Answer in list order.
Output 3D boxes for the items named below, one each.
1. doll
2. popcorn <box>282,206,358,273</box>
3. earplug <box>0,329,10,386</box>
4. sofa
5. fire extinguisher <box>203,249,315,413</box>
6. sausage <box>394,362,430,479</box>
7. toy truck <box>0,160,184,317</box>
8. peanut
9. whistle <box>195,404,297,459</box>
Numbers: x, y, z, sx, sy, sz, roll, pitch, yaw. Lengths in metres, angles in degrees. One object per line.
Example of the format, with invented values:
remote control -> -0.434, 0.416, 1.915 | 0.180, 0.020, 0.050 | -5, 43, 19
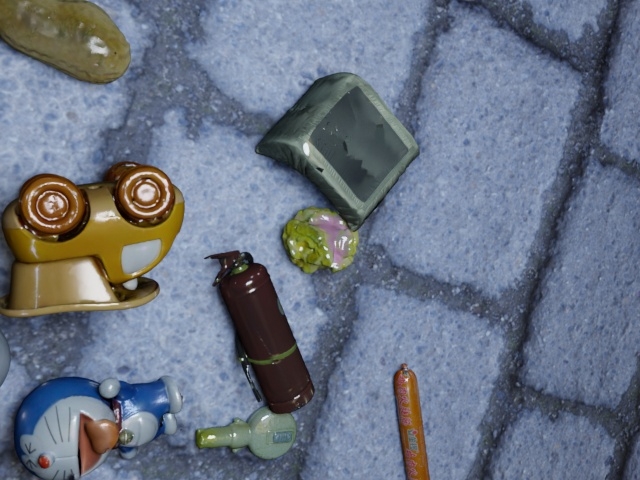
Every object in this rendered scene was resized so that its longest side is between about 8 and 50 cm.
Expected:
doll -> -0.355, 0.302, 0.970 | 0.257, 0.161, 0.215 | -6, 123, -29
popcorn -> 0.000, 0.000, 1.136 | 0.145, 0.126, 0.125 | 5, 78, 0
earplug -> -0.615, 0.174, 0.825 | 0.326, 0.175, 0.214 | -2, 64, -21
sofa -> 0.035, -0.167, 1.106 | 0.225, 0.176, 0.210 | 44, 75, -24
fire extinguisher -> -0.117, 0.161, 1.090 | 0.141, 0.105, 0.341 | -49, 124, -56
sausage -> 0.204, 0.436, 1.315 | 0.053, 0.053, 0.347 | -13, 101, -25
toy truck -> -0.351, -0.008, 0.913 | 0.288, 0.204, 0.211 | -9, 102, -26
peanut -> -0.407, -0.328, 0.912 | 0.236, 0.110, 0.120 | 28, 104, -19
whistle -> -0.137, 0.372, 1.136 | 0.198, 0.057, 0.104 | 4, 94, -28
